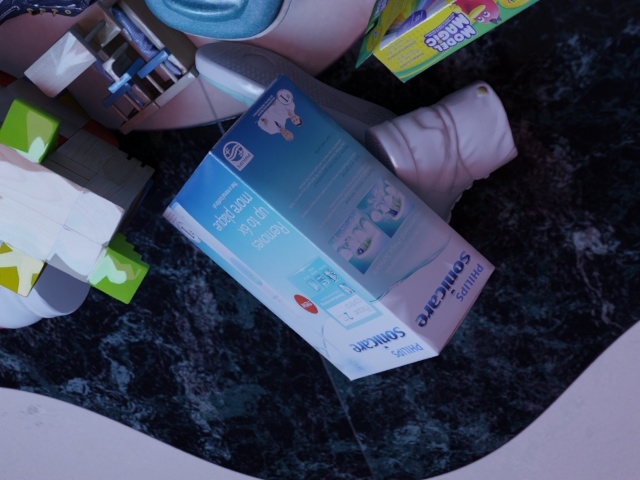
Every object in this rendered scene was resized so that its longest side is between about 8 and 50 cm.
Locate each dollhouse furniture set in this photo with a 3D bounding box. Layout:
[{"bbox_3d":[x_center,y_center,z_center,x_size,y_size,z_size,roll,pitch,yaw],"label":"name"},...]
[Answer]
[{"bbox_3d":[-0.231,-0.178,0.971,0.129,0.183,0.129,-32,113,28],"label":"dollhouse furniture set"}]

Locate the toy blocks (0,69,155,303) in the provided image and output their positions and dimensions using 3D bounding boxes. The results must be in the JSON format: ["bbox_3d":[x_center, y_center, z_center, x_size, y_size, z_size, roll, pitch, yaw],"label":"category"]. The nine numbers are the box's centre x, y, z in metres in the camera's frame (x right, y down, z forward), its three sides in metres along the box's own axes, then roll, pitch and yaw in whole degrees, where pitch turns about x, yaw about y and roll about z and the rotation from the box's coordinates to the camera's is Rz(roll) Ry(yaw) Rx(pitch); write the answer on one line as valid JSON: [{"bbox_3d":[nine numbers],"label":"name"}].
[{"bbox_3d":[-0.339,-0.106,1.008,0.382,0.261,0.190,29,109,-9],"label":"toy blocks"}]

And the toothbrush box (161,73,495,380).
[{"bbox_3d":[0.000,0.000,0.947,0.295,0.126,0.216,41,154,-8],"label":"toothbrush box"}]

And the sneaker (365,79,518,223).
[{"bbox_3d":[0.149,-0.059,1.021,0.169,0.108,0.292,-28,152,-10],"label":"sneaker"}]

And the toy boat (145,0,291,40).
[{"bbox_3d":[-0.044,-0.312,0.863,0.319,0.148,0.267,6,125,8],"label":"toy boat"}]

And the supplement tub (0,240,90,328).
[{"bbox_3d":[-0.455,0.023,1.152,0.272,0.191,0.191,-5,123,15],"label":"supplement tub"}]

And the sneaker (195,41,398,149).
[{"bbox_3d":[-0.044,-0.119,1.027,0.256,0.094,0.151,25,126,-8],"label":"sneaker"}]

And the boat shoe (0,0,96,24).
[{"bbox_3d":[-0.309,-0.273,0.994,0.183,0.065,0.083,-32,111,27],"label":"boat shoe"}]

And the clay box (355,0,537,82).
[{"bbox_3d":[0.134,-0.243,0.863,0.053,0.127,0.222,37,139,-25],"label":"clay box"}]
